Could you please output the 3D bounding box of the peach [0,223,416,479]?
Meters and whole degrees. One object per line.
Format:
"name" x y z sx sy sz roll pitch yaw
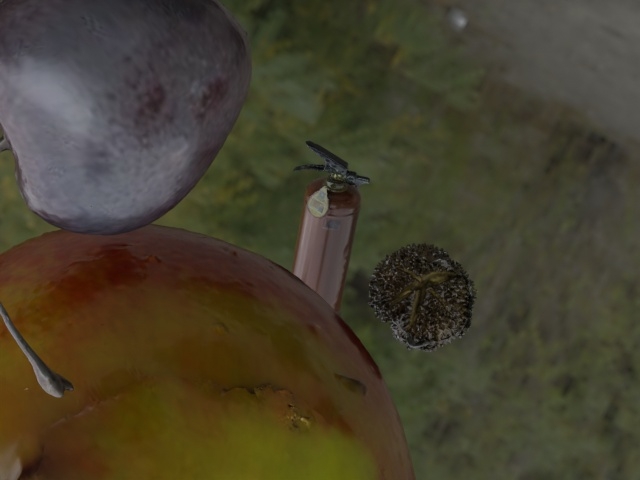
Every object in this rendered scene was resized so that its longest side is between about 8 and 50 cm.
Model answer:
"peach" -0.113 0.163 1.194 0.370 0.370 0.370 27 179 0

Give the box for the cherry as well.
"cherry" -0.089 -0.043 0.914 0.115 0.148 0.188 -14 104 45

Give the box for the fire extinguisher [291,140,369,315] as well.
"fire extinguisher" 0.000 0.000 1.535 0.062 0.177 0.050 12 -148 4

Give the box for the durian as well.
"durian" 0.069 0.041 1.339 0.080 0.080 0.091 27 165 -17
